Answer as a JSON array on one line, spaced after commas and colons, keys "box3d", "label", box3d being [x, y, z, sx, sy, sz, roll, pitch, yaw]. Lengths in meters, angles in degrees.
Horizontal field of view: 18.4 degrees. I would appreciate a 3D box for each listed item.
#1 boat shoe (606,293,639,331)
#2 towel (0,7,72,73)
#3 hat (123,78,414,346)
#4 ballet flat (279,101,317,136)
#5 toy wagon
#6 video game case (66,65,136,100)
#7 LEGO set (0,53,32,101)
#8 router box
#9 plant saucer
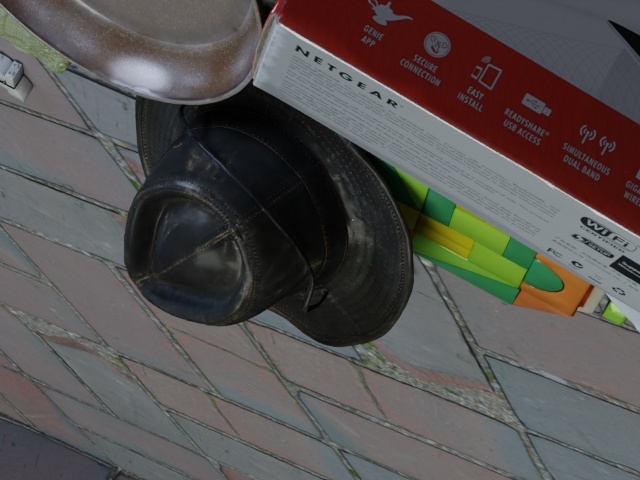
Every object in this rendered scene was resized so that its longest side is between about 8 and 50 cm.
[{"box3d": [0.246, -0.015, 1.398, 0.301, 0.108, 0.102, 45, 160, -20], "label": "boat shoe"}, {"box3d": [-0.254, -0.192, 1.709, 0.110, 0.027, 0.148, 32, 163, -7], "label": "towel"}, {"box3d": [-0.081, -0.004, 1.629, 0.331, 0.134, 0.331, 33, 147, 25], "label": "hat"}, {"box3d": [-0.022, -0.098, 1.658, 0.079, 0.077, 0.221, 47, 159, 7], "label": "ballet flat"}, {"box3d": [0.142, -0.017, 1.599, 0.267, 0.068, 0.344, 29, 162, 6], "label": "toy wagon"}, {"box3d": [-0.172, -0.190, 1.685, 0.248, 0.035, 0.275, 24, 161, 19], "label": "video game case"}, {"box3d": [-0.410, -0.191, 1.978, 0.227, 0.087, 0.093, 28, 162, 4], "label": "LEGO set"}, {"box3d": [0.186, -0.118, 0.879, 0.335, 0.301, 0.082, 30, 162, 0], "label": "router box"}, {"box3d": [-0.165, -0.229, 1.479, 0.310, 0.050, 0.311, 26, 150, 16], "label": "plant saucer"}]
